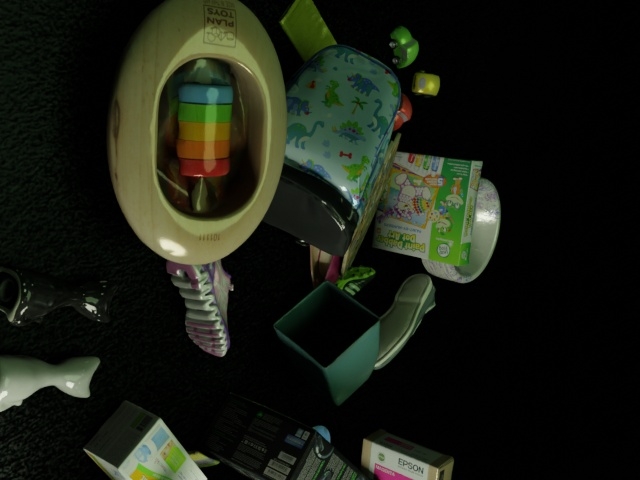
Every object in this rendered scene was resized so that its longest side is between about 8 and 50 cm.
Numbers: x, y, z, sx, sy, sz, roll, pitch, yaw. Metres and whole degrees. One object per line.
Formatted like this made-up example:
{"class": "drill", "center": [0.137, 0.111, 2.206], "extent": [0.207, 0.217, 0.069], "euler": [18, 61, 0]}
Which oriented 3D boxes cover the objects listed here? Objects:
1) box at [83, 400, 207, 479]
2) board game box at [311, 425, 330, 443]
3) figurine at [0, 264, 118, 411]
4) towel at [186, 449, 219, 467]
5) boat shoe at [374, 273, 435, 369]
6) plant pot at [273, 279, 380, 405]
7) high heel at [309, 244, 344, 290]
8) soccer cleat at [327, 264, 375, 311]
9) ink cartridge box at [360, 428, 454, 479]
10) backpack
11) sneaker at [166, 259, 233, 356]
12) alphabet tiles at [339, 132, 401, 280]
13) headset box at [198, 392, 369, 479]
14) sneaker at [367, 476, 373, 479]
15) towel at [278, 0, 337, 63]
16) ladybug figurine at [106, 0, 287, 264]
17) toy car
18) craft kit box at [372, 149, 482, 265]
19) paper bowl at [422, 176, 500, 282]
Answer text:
{"class": "box", "center": [-0.312, 0.405, 1.383], "extent": [0.114, 0.103, 0.203], "euler": [-51, 135, -29]}
{"class": "board game box", "center": [-0.042, 0.512, 1.813], "extent": [0.168, 0.033, 0.133], "euler": [-58, 144, -15]}
{"class": "figurine", "center": [-0.419, 0.154, 1.196], "extent": [0.209, 0.092, 0.214], "euler": [13, 92, -56]}
{"class": "towel", "center": [-0.245, 0.433, 1.515], "extent": [0.083, 0.060, 0.009], "euler": [44, 37, -47]}
{"class": "boat shoe", "center": [0.211, 0.225, 1.976], "extent": [0.319, 0.116, 0.099], "euler": [-53, 133, -35]}
{"class": "plant pot", "center": [0.027, 0.247, 1.698], "extent": [0.166, 0.165, 0.234], "euler": [-39, 144, -22]}
{"class": "high heel", "center": [0.000, 0.000, 1.673], "extent": [0.117, 0.082, 0.244], "euler": [-56, 151, -39]}
{"class": "soccer cleat", "center": [0.060, 0.113, 1.805], "extent": [0.179, 0.060, 0.072], "euler": [-25, 129, -38]}
{"class": "ink cartridge box", "center": [0.219, 0.630, 2.005], "extent": [0.088, 0.235, 0.193], "euler": [-10, 108, -51]}
{"class": "backpack", "center": [0.010, -0.200, 1.474], "extent": [0.355, 0.290, 0.273], "euler": [-57, 174, -38]}
{"class": "sneaker", "center": [-0.205, 0.108, 1.444], "extent": [0.104, 0.095, 0.236], "euler": [-43, 130, -46]}
{"class": "alphabet tiles", "center": [0.107, -0.070, 1.687], "extent": [0.342, 0.011, 0.285], "euler": [96, 18, -68]}
{"class": "headset box", "center": [-0.066, 0.466, 1.591], "extent": [0.131, 0.246, 0.283], "euler": [-59, 138, -21]}
{"class": "sneaker", "center": [0.043, 0.719, 1.940], "extent": [0.286, 0.109, 0.130], "euler": [-39, 139, -29]}
{"class": "towel", "center": [-0.004, -0.401, 1.595], "extent": [0.102, 0.021, 0.237], "euler": [-60, 139, -21]}
{"class": "ladybug figurine", "center": [-0.210, -0.188, 1.258], "extent": [0.305, 0.162, 0.449], "euler": [0, 103, -33]}
{"class": "toy car", "center": [0.216, -0.405, 1.841], "extent": [0.239, 0.053, 0.225], "euler": [-43, 131, -35]}
{"class": "craft kit box", "center": [0.248, -0.083, 1.821], "extent": [0.061, 0.250, 0.246], "euler": [-8, 106, -50]}
{"class": "paper bowl", "center": [0.353, -0.037, 2.046], "extent": [0.284, 0.148, 0.284], "euler": [-19, 115, -48]}
